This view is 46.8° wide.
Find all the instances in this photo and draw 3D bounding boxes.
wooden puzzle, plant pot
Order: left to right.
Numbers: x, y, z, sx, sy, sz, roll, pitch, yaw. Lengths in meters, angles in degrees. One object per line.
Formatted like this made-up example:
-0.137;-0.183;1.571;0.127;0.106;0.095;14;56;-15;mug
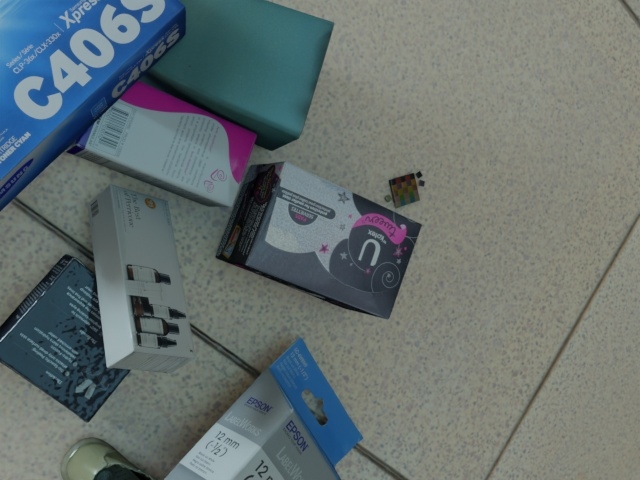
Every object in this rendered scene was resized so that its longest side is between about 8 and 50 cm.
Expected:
-0.133;-0.247;1.022;0.234;0.166;0.165;18;85;-17;plant pot
0.143;-0.085;1.250;0.083;0.006;0.049;-18;101;-25;wooden puzzle

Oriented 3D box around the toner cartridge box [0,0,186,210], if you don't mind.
-0.333;-0.197;0.859;0.165;0.075;0.348;40;74;1;toner cartridge box

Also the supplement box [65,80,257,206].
-0.216;-0.133;1.012;0.220;0.114;0.111;22;82;-24;supplement box

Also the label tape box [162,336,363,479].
-0.059;0.352;1.070;0.348;0.115;0.249;-44;124;-26;label tape box

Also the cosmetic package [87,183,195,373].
-0.233;0.048;0.960;0.099;0.060;0.239;19;47;-49;cosmetic package

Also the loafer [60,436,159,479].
-0.246;0.380;1.037;0.268;0.092;0.102;41;75;-22;loafer

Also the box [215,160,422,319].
0.000;0.000;1.109;0.247;0.142;0.163;23;83;-26;box

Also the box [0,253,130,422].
-0.325;0.127;0.983;0.156;0.093;0.158;44;73;-22;box
